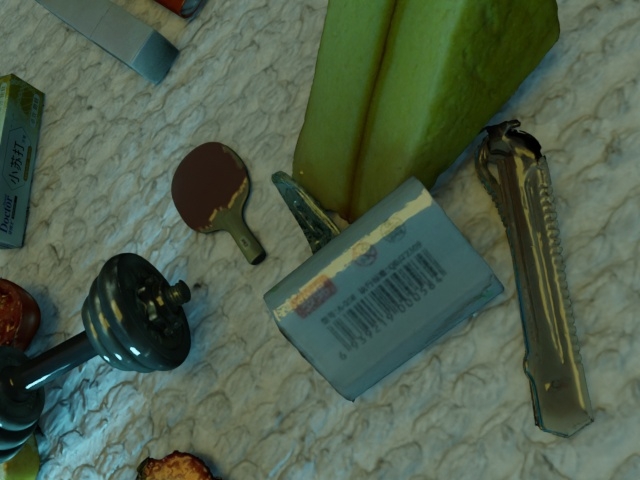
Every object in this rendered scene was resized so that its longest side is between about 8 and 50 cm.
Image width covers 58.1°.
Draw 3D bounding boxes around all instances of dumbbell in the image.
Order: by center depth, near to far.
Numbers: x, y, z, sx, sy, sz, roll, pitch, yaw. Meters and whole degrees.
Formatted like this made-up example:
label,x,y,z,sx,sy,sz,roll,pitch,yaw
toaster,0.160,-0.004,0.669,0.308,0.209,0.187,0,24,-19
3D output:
label,x,y,z,sx,sy,sz,roll,pitch,yaw
dumbbell,-0.356,0.162,0.795,0.406,0.179,0.179,-28,66,6

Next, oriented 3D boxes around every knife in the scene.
label,x,y,z,sx,sy,sz,roll,pitch,yaw
knife,0.244,0.034,0.659,0.089,0.043,0.366,-27,65,52

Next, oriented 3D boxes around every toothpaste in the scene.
label,x,y,z,sx,sy,sz,roll,pitch,yaw
toothpaste,-0.576,-0.142,1.051,0.070,0.089,0.313,-4,74,18

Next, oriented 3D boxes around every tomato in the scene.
label,x,y,z,sx,sy,sz,roll,pitch,yaw
tomato,-0.523,0.149,0.949,0.174,0.082,0.167,-5,73,26

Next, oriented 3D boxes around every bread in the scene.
label,x,y,z,sx,sy,sz,roll,pitch,yaw
bread,0.070,-0.199,0.687,0.233,0.244,0.362,40,97,39
bread,-0.501,0.328,0.902,0.122,0.073,0.149,-41,61,15

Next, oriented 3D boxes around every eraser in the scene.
label,x,y,z,sx,sy,sz,roll,pitch,yaw
eraser,0.073,0.061,0.673,0.227,0.081,0.174,-39,104,9

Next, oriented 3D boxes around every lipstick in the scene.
label,x,y,z,sx,sy,sz,roll,pitch,yaw
lipstick,-0.406,-0.402,1.049,0.371,0.076,0.080,36,92,28

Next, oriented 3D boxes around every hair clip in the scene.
label,x,y,z,sx,sy,sz,roll,pitch,yaw
hair clip,0.002,0.000,0.769,0.066,0.036,0.229,-43,71,37

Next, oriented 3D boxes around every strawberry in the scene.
label,x,y,z,sx,sy,sz,roll,pitch,yaw
strawberry,-0.184,0.337,0.767,0.152,0.048,0.104,8,73,17

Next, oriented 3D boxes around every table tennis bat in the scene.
label,x,y,z,sx,sy,sz,roll,pitch,yaw
table tennis bat,-0.150,-0.056,0.872,0.131,0.022,0.234,-42,62,8

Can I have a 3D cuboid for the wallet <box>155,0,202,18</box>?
label,x,y,z,sx,sy,sz,roll,pitch,yaw
wallet,-0.263,-0.488,1.025,0.204,0.045,0.142,37,91,27
